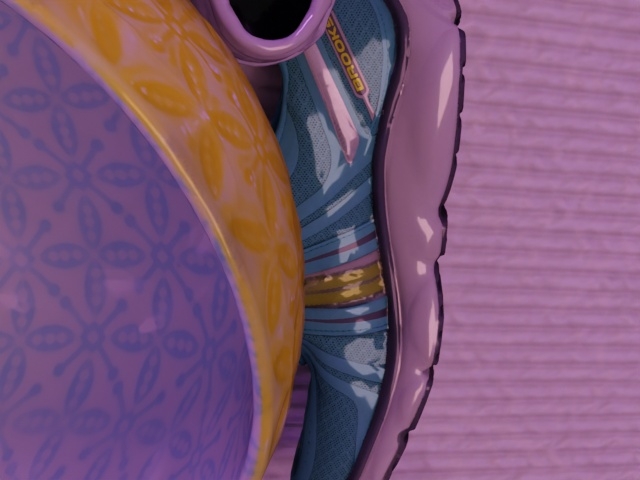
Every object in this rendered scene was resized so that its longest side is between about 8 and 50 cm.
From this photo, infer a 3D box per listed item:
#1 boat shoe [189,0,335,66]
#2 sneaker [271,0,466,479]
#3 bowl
[{"bbox_3d":[-0.012,-0.199,0.594,0.096,0.088,0.267,9,98,-13],"label":"boat shoe"},{"bbox_3d":[0.000,0.000,0.731,0.110,0.107,0.275,1,109,-5],"label":"sneaker"},{"bbox_3d":[-0.120,-0.022,0.590,0.156,0.289,0.289,-54,139,-50],"label":"bowl"}]
